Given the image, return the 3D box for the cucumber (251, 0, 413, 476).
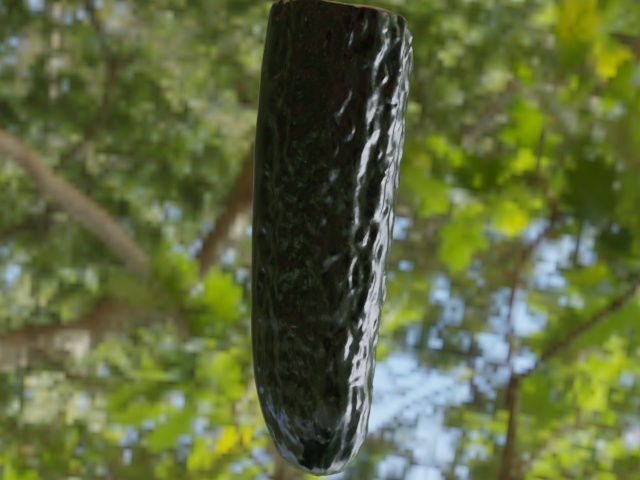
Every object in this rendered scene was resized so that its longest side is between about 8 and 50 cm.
[{"bbox_3d":[0.001,0.000,0.980,0.074,0.241,0.074,5,-169,-1],"label":"cucumber"}]
